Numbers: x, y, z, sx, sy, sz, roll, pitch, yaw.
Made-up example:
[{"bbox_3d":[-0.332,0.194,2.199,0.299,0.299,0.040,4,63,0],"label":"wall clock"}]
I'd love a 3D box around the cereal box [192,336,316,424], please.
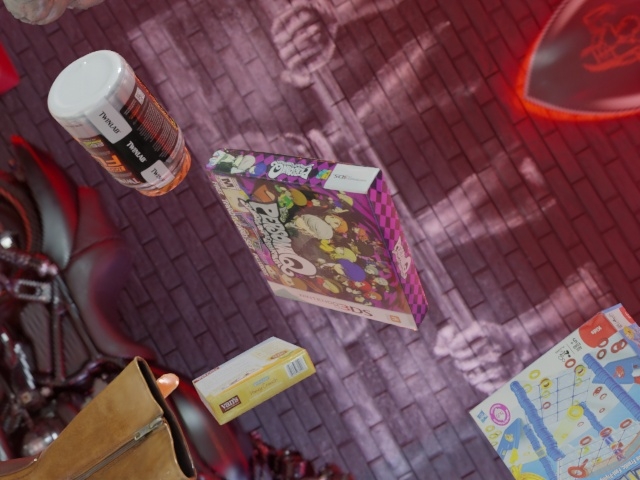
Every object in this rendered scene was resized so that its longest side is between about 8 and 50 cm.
[{"bbox_3d":[-0.119,0.229,1.276,0.047,0.173,0.240,64,-14,-4],"label":"cereal box"}]

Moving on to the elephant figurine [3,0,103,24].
[{"bbox_3d":[-0.211,-0.236,0.393,0.239,0.186,0.169,34,0,3],"label":"elephant figurine"}]

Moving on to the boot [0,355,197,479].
[{"bbox_3d":[-0.291,0.216,0.779,0.264,0.280,0.096,52,7,34],"label":"boot"}]

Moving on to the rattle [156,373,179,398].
[{"bbox_3d":[-0.277,0.273,1.017,0.130,0.199,0.143,49,11,4],"label":"rattle"}]

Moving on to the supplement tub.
[{"bbox_3d":[-0.431,-0.247,1.680,0.316,0.193,0.193,54,6,-49],"label":"supplement tub"}]

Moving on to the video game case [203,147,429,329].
[{"bbox_3d":[0.000,0.000,0.861,0.210,0.042,0.232,11,-36,31],"label":"video game case"}]

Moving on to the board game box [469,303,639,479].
[{"bbox_3d":[0.445,0.314,1.209,0.086,0.308,0.302,-5,54,-50],"label":"board game box"}]
